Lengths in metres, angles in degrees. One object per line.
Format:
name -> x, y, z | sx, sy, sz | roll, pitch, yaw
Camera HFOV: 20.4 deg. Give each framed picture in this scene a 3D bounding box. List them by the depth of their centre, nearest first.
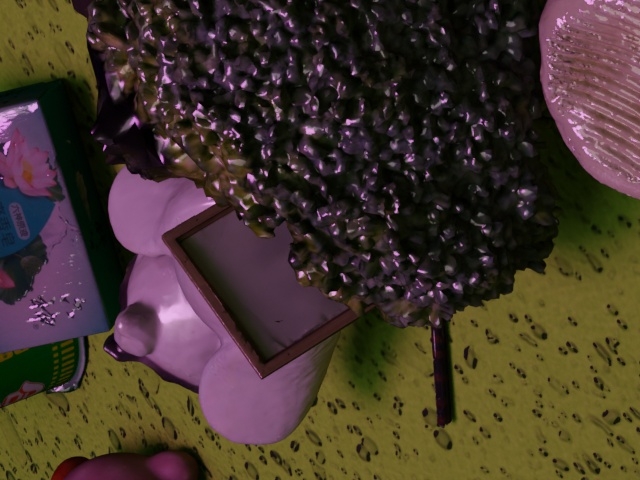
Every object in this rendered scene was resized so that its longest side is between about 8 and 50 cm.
framed picture -> 0.000, 0.000, 1.348 | 0.136, 0.201, 0.010 | 53, 162, 16

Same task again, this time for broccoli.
broccoli -> 0.006, -0.129, 1.225 | 0.277, 0.338, 0.317 | -57, 39, 19

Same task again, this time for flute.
flute -> 0.092, 0.034, 1.432 | 0.014, 0.014, 0.269 | 21, 127, 42

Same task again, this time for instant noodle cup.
instant noodle cup -> -0.399, 0.117, 1.894 | 0.207, 0.232, 0.207 | 28, 132, 37

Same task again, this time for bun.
bun -> 0.227, -0.110, 1.104 | 0.183, 0.102, 0.183 | 20, 127, 28

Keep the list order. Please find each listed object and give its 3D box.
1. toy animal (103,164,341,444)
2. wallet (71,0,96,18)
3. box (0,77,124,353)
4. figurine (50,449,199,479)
toy animal -> -0.077, 0.023, 1.496 | 0.249, 0.174, 0.289 | 44, 141, 22
wallet -> -0.173, -0.210, 1.598 | 0.156, 0.018, 0.082 | 32, 135, 35
box -> -0.296, -0.021, 1.747 | 0.153, 0.092, 0.245 | -13, 105, 12
figurine -> -0.200, 0.300, 1.830 | 0.173, 0.173, 0.173 | 28, 132, 38
